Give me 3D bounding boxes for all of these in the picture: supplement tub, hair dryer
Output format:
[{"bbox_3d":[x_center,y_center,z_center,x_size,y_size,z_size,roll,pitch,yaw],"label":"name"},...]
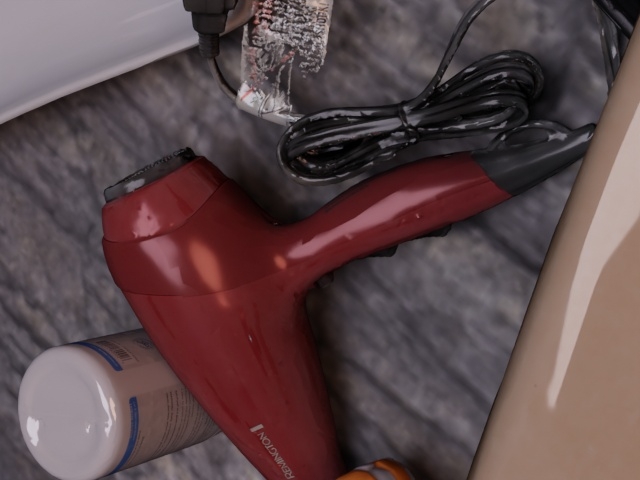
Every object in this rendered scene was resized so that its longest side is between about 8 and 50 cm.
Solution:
[{"bbox_3d":[-0.099,0.082,0.643,0.071,0.107,0.071,3,95,32],"label":"supplement tub"},{"bbox_3d":[0.000,0.000,0.578,0.224,0.080,0.293,18,114,16],"label":"hair dryer"}]

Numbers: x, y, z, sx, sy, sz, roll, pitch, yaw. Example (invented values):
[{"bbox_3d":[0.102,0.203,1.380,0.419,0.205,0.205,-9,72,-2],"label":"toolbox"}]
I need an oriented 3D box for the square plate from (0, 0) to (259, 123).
[{"bbox_3d":[-0.201,-0.234,0.716,0.347,0.049,0.343,-17,85,32],"label":"square plate"}]

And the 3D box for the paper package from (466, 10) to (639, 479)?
[{"bbox_3d":[0.240,0.003,0.343,0.325,0.168,0.309,21,106,11],"label":"paper package"}]

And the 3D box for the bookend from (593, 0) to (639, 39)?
[{"bbox_3d":[0.178,-0.138,0.470,0.156,0.072,0.157,-45,72,27],"label":"bookend"}]

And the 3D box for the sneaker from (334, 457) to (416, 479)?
[{"bbox_3d":[-0.004,0.276,0.590,0.180,0.125,0.321,44,115,23],"label":"sneaker"}]
